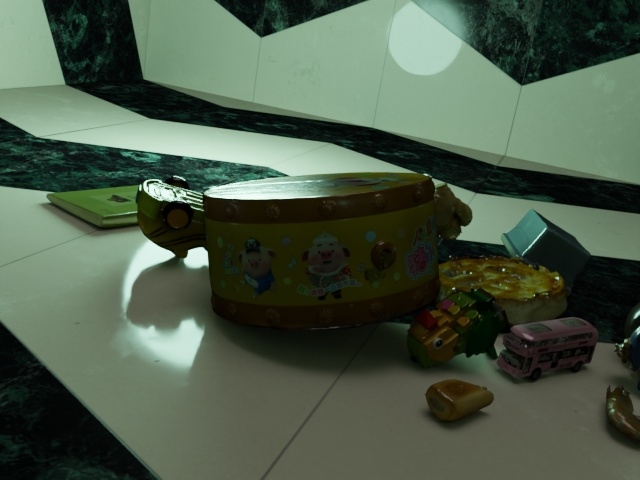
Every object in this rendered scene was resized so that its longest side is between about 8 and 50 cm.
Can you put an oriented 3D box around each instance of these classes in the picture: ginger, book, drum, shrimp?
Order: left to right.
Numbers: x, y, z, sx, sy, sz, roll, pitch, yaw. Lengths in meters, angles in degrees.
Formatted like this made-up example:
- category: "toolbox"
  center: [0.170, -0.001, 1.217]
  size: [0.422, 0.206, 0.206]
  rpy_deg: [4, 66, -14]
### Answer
- category: "book"
  center: [-0.452, -0.094, 1.798]
  size: [0.239, 0.035, 0.352]
  rpy_deg: [21, 21, 37]
- category: "drum"
  center: [0.000, 0.000, 1.307]
  size: [0.432, 0.214, 0.431]
  rpy_deg: [-3, 11, 1]
- category: "ginger"
  center: [0.251, -0.046, 1.781]
  size: [0.157, 0.216, 0.102]
  rpy_deg: [45, 19, -17]
- category: "shrimp"
  center: [0.493, 0.268, 1.145]
  size: [0.095, 0.045, 0.162]
  rpy_deg: [15, 17, 15]

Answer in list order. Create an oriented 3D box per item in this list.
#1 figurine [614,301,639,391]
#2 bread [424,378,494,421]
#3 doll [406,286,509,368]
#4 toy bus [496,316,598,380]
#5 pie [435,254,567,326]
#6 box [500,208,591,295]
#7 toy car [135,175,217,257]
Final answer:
- category: "figurine"
  center: [0.632, 0.185, 1.329]
  size: [0.158, 0.161, 0.275]
  rpy_deg: [54, 29, 3]
- category: "bread"
  center: [0.204, 0.235, 1.089]
  size: [0.103, 0.049, 0.062]
  rpy_deg: [-7, 32, -44]
- category: "doll"
  center: [0.231, 0.155, 1.246]
  size: [0.187, 0.134, 0.106]
  rpy_deg: [-9, 29, -29]
- category: "toy bus"
  center: [0.400, 0.186, 1.278]
  size: [0.203, 0.090, 0.063]
  rpy_deg: [-4, 23, -33]
- category: "pie"
  center: [0.362, 0.102, 1.533]
  size: [0.316, 0.092, 0.315]
  rpy_deg: [4, 16, -1]
- category: "box"
  center: [0.535, 0.026, 1.749]
  size: [0.162, 0.130, 0.227]
  rpy_deg: [33, 15, -6]
- category: "toy car"
  center: [-0.269, -0.032, 1.524]
  size: [0.248, 0.142, 0.200]
  rpy_deg: [16, 16, -14]
